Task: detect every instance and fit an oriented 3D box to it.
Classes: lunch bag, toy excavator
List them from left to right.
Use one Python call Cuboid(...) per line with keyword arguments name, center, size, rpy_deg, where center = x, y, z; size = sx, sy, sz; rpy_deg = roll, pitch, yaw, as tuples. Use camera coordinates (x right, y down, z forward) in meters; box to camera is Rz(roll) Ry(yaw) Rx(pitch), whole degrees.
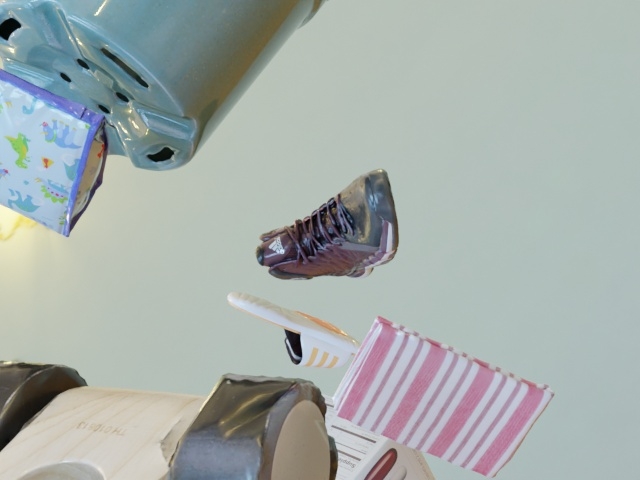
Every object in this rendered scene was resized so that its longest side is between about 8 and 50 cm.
Cuboid(name="lunch bag", center=(-0.267, -0.094, 0.852), size=(0.151, 0.129, 0.096), rpy_deg=(120, 173, -57))
Cuboid(name="toy excavator", center=(-0.123, 0.342, 0.472), size=(0.222, 0.445, 0.433), rpy_deg=(-1, 26, 21))

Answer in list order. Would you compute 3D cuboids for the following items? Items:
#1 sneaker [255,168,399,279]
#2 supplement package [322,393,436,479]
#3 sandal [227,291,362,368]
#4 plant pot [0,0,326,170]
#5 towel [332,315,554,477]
Cuboid(name="sneaker", center=(0.000, 0.000, 1.177), size=(0.162, 0.106, 0.281), rpy_deg=(-8, -19, -11))
Cuboid(name="supplement package", center=(0.049, 0.357, 1.223), size=(0.145, 0.262, 0.204), rpy_deg=(-43, 30, -29))
Cuboid(name="sandal", center=(-0.043, 0.158, 1.485), size=(0.076, 0.265, 0.102), rpy_deg=(-65, 22, 5))
Cuboid(name="plant pot", center=(-0.170, -0.279, 1.018), size=(0.334, 0.341, 0.341), rpy_deg=(-61, -1, -24))
Cuboid(name="towel", center=(0.122, 0.162, 0.944), size=(0.029, 0.197, 0.144), rpy_deg=(-70, 3, -52))
